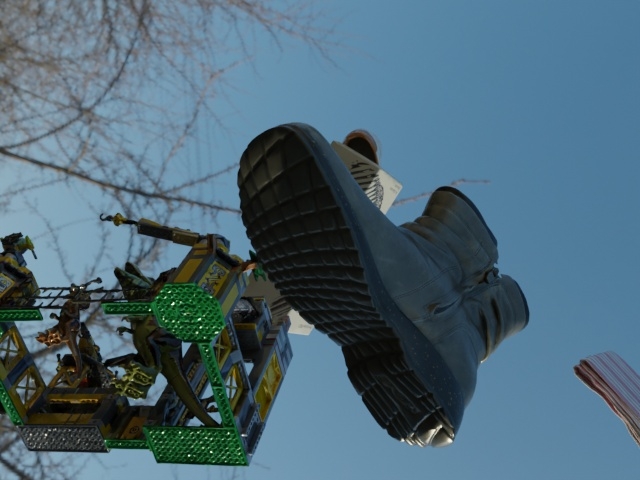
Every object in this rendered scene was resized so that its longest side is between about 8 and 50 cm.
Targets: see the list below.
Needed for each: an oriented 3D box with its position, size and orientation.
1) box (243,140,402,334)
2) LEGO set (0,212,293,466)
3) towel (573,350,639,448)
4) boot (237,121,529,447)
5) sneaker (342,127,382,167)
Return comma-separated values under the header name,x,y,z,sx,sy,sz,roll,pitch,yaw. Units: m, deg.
name,x,y,z,sx,sy,sz,roll,pitch,yaw
box,0.000,0.000,1.093,0.094,0.113,0.275,34,-84,26
LEGO set,-0.175,0.080,0.740,0.331,0.255,0.192,-11,-153,20
towel,0.403,0.208,0.963,0.029,0.197,0.144,-47,-116,21
boot,0.053,0.005,0.515,0.083,0.246,0.161,-14,-156,43
sneaker,0.060,-0.052,1.303,0.106,0.123,0.290,-2,-87,10
